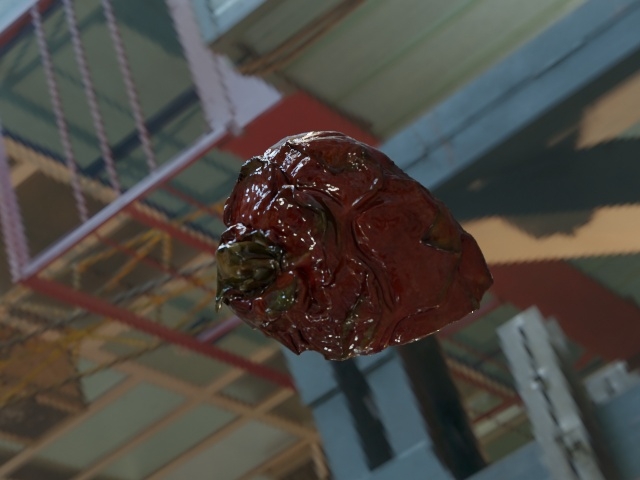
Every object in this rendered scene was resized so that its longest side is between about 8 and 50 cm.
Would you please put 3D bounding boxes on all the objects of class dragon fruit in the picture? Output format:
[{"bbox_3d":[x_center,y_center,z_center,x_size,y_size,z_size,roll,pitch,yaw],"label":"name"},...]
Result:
[{"bbox_3d":[0.000,0.000,0.771,0.162,0.083,0.106,27,-127,26],"label":"dragon fruit"}]
